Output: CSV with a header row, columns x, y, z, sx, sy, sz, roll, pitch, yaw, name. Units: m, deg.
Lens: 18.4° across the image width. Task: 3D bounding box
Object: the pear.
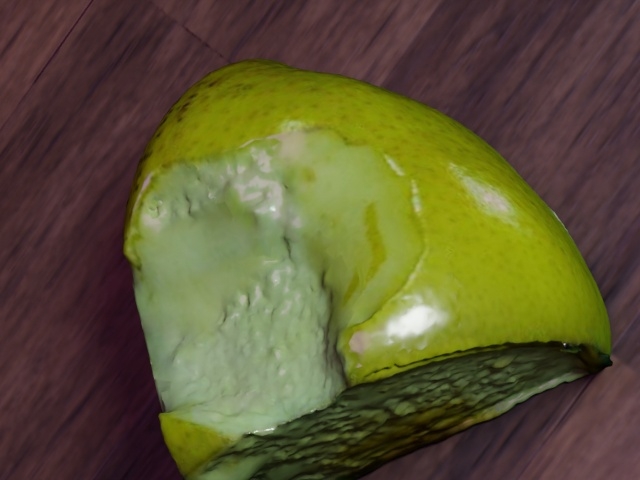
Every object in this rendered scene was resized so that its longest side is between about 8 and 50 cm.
x,y,z,sx,sy,sz,roll,pitch,yaw,name
0.000,0.000,1.230,0.286,0.176,0.282,-26,63,18,pear
